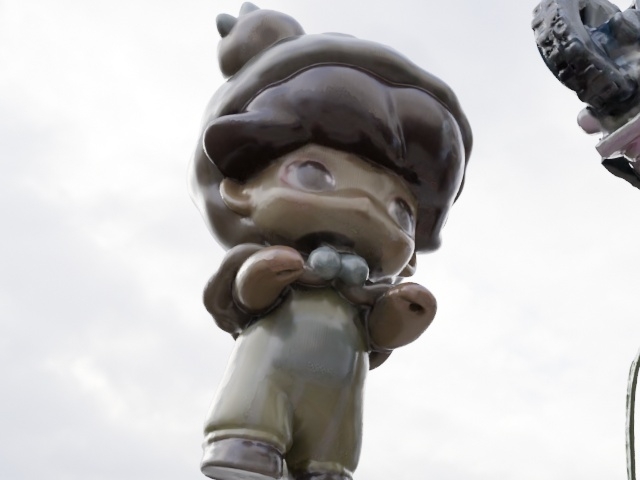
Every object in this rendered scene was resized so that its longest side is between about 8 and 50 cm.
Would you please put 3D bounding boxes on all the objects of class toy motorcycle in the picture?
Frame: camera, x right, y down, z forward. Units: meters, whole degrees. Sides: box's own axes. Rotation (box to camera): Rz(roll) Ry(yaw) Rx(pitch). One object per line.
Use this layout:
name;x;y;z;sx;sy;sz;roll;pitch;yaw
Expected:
toy motorcycle;0.228;-0.058;0.437;0.239;0.204;0.108;-20;-17;-28

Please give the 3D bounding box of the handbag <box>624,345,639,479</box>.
handbag;0.348;0.164;0.612;0.219;0.256;0.079;7;6;22

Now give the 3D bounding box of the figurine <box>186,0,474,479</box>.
figurine;0.000;0.001;0.605;0.248;0.380;0.203;19;-32;-18
